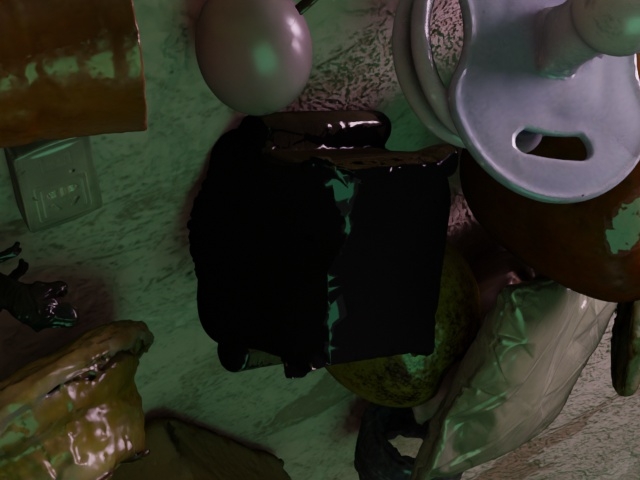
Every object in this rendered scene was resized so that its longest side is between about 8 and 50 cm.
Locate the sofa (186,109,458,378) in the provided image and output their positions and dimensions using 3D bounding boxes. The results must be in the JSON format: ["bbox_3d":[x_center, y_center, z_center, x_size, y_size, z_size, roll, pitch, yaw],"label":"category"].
[{"bbox_3d":[0.000,0.000,1.666,0.200,0.182,0.258,-6,108,-40],"label":"sofa"}]

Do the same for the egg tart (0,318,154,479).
[{"bbox_3d":[-0.290,0.217,1.643,0.345,0.132,0.345,-35,176,-3],"label":"egg tart"}]

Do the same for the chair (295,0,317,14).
[{"bbox_3d":[0.041,-0.297,1.419,0.221,0.104,0.095,-31,129,2],"label":"chair"}]

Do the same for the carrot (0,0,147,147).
[{"bbox_3d":[-0.267,-0.154,1.302,0.254,0.196,0.196,-12,142,-10],"label":"carrot"}]

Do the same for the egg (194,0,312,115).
[{"bbox_3d":[-0.059,-0.170,1.478,0.103,0.103,0.135,-26,142,-10],"label":"egg"}]

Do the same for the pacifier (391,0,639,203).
[{"bbox_3d":[0.220,-0.191,1.512,0.244,0.299,0.233,6,167,-25],"label":"pacifier"}]

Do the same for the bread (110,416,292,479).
[{"bbox_3d":[-0.167,0.382,1.984,0.279,0.207,0.279,-41,146,9],"label":"bread"}]

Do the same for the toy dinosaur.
[{"bbox_3d":[-0.320,0.085,1.508,0.187,0.179,0.087,-8,145,11],"label":"toy dinosaur"}]

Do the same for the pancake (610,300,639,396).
[{"bbox_3d":[0.377,0.068,2.014,0.037,0.254,0.253,5,140,2],"label":"pancake"}]

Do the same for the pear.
[{"bbox_3d":[0.083,0.087,1.843,0.197,0.197,0.197,-22,144,-17],"label":"pear"}]

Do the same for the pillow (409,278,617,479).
[{"bbox_3d":[0.234,0.141,1.871,0.280,0.076,0.274,-15,137,-51],"label":"pillow"}]

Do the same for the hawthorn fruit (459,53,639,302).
[{"bbox_3d":[0.296,-0.066,1.721,0.267,0.301,0.268,-25,143,-21],"label":"hawthorn fruit"}]

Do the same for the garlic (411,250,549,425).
[{"bbox_3d":[0.231,0.105,2.031,0.279,0.132,0.325,0,132,-38],"label":"garlic"}]

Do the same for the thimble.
[{"bbox_3d":[0.117,0.261,2.120,0.150,0.150,0.098,-15,140,-24],"label":"thimble"}]

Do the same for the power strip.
[{"bbox_3d":[-0.243,-0.076,1.500,0.075,0.042,0.175,-22,144,-14],"label":"power strip"}]
